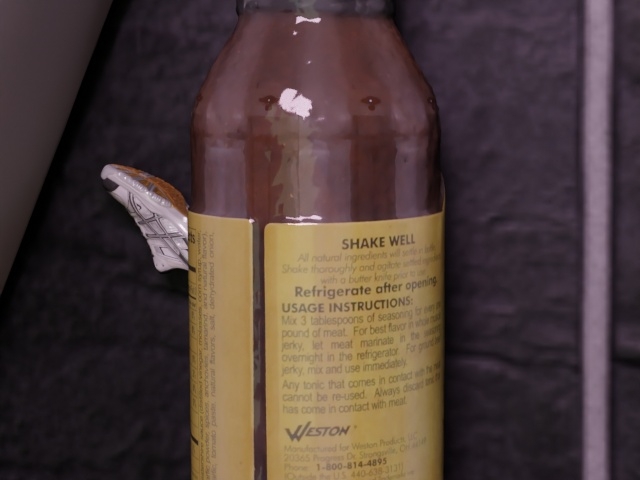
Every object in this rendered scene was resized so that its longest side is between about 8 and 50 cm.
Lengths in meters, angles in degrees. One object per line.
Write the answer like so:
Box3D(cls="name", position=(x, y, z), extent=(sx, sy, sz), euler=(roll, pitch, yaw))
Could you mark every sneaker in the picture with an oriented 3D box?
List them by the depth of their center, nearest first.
Box3D(cls="sneaker", position=(-0.073, -0.004, 0.630), extent=(0.083, 0.032, 0.037), euler=(34, 106, 13))

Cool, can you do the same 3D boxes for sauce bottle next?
Box3D(cls="sauce bottle", position=(0.000, 0.000, 0.564), extent=(0.111, 0.111, 0.344), euler=(4, 98, 19))

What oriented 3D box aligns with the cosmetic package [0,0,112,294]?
Box3D(cls="cosmetic package", position=(-0.213, -0.137, 0.592), extent=(0.217, 0.156, 0.385), euler=(28, 105, 17))
